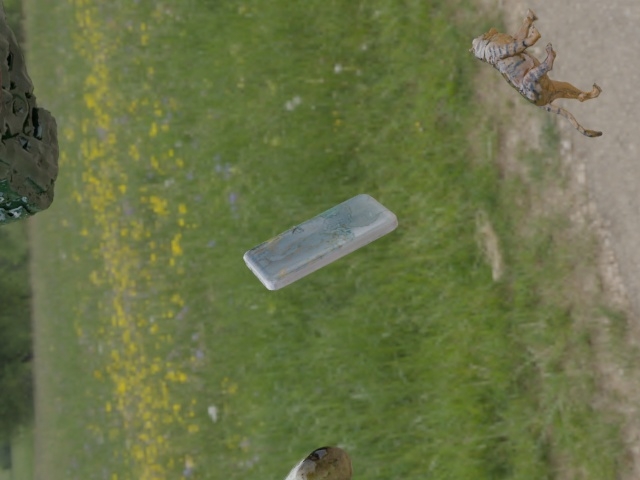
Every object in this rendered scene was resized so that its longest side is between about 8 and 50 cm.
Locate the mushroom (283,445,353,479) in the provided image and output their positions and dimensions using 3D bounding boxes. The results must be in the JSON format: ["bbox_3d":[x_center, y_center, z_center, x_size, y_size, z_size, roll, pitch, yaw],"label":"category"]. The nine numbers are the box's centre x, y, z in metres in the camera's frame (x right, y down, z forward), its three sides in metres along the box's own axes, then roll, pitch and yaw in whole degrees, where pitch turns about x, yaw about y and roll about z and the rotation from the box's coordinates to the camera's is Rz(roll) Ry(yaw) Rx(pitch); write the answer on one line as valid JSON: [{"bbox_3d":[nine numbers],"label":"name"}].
[{"bbox_3d":[-0.038,0.464,1.718,0.087,0.107,0.333,61,143,33],"label":"mushroom"}]

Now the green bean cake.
[{"bbox_3d":[-0.465,-0.195,1.243,0.300,0.169,0.308,50,-152,-65],"label":"green bean cake"}]

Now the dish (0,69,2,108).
[{"bbox_3d":[-0.360,-0.124,0.923,0.141,0.078,0.141,-169,90,-90],"label":"dish"}]

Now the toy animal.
[{"bbox_3d":[0.352,-0.254,1.576,0.116,0.114,0.255,-43,81,26],"label":"toy animal"}]

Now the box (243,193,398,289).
[{"bbox_3d":[0.000,0.000,1.889,0.142,0.285,0.044,43,156,53],"label":"box"}]
